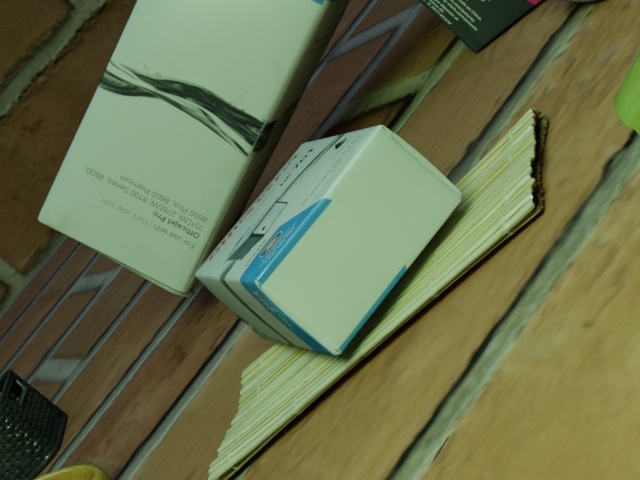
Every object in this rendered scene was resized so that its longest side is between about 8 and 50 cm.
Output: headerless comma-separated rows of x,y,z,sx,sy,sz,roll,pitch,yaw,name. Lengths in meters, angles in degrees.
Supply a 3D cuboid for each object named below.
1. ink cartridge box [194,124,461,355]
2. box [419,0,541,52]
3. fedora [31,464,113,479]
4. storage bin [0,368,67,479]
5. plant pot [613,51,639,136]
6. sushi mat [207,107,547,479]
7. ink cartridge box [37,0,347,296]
0.000,0.000,1.106,0.139,0.082,0.191,-51,14,-11,ink cartridge box
0.189,-0.315,1.339,0.270,0.143,0.165,-36,19,43,box
-0.186,0.209,1.086,0.194,0.079,0.194,-25,5,2,fedora
-0.364,0.240,1.682,0.180,0.084,0.122,-46,13,8,storage bin
0.197,-0.089,0.831,0.079,0.083,0.083,-54,8,31,plant pot
0.038,0.041,1.089,0.316,0.019,0.151,-43,15,24,sushi mat
-0.096,-0.175,1.534,0.394,0.166,0.285,-63,0,13,ink cartridge box
